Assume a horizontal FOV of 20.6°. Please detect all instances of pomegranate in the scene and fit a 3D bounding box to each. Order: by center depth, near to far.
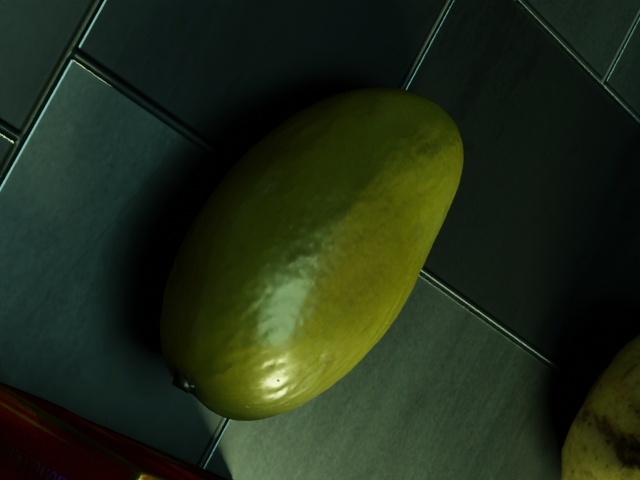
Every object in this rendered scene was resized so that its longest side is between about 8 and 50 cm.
[{"bbox_3d":[0.376,0.219,1.761,0.281,0.281,0.281,-20,120,-39],"label":"pomegranate"}]

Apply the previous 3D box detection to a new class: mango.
[{"bbox_3d":[-0.004,-0.003,1.373,0.332,0.142,0.195,-56,141,-23],"label":"mango"}]

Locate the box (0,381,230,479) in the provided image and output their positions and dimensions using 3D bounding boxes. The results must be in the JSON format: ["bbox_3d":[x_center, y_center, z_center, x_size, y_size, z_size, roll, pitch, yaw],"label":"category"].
[{"bbox_3d":[-0.110,0.211,1.304,0.313,0.197,0.089,31,85,-48],"label":"box"}]
